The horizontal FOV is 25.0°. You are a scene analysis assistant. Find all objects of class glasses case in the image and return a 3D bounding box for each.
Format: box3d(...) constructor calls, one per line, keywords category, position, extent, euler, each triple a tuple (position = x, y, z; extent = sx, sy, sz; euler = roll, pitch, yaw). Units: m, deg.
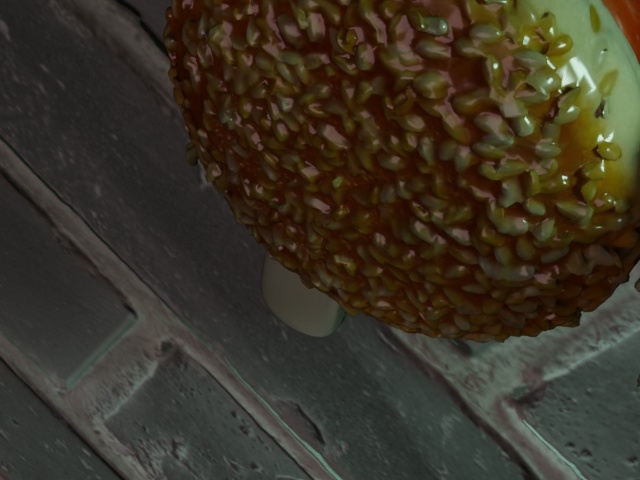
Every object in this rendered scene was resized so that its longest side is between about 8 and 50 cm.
box3d(category="glasses case", position=(0.000, 0.000, 1.161), extent=(0.081, 0.051, 0.204), euler=(32, 138, 14))

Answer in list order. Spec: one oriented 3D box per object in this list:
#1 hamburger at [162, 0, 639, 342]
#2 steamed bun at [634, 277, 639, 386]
box3d(category="hamburger", position=(0.078, -0.104, 0.862), extent=(0.330, 0.250, 0.330), euler=(22, 134, 24))
box3d(category="steamed bun", position=(0.254, -0.004, 0.767), extent=(0.137, 0.292, 0.295), euler=(34, 127, 16))
